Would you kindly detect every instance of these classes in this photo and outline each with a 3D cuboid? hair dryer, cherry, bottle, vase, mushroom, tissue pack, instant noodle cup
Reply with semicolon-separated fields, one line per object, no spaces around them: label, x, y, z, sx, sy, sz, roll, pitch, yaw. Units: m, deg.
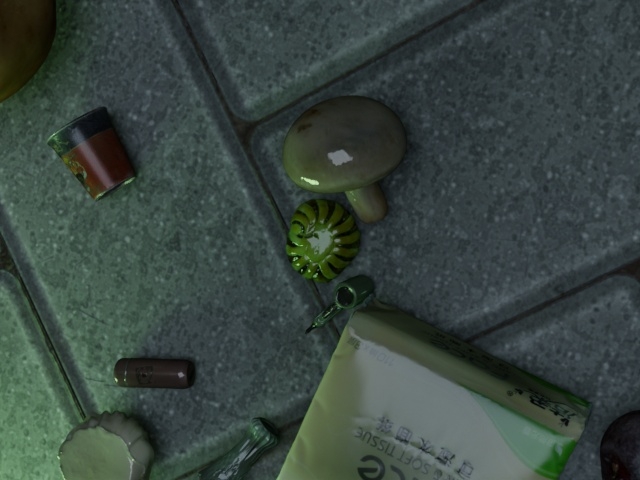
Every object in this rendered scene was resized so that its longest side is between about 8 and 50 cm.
hair dryer;0.024;0.118;1.872;0.150;0.071;0.047;-45;77;28
cherry;0.528;0.357;1.693;0.195;0.195;0.195;0;91;13
bottle;-0.295;0.236;1.948;0.140;0.053;0.053;0;91;14
vase;-0.135;0.377;1.905;0.081;0.081;0.149;42;96;9
mushroom;0.049;-0.127;1.804;0.207;0.207;0.215;-15;122;13
tissue pack;0.180;0.326;1.760;0.405;0.205;0.332;26;101;12
instant noodle cup;-0.397;-0.148;1.936;0.127;0.127;0.136;-31;94;12

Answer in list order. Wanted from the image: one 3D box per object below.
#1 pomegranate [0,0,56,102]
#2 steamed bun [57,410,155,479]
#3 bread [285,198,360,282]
pomegranate;-0.643;-0.410;1.846;0.411;0.411;0.412;0;91;13
steamed bun;-0.373;0.388;1.945;0.182;0.106;0.183;0;91;17
bread;0.000;0.000;1.864;0.130;0.071;0.139;33;99;6
